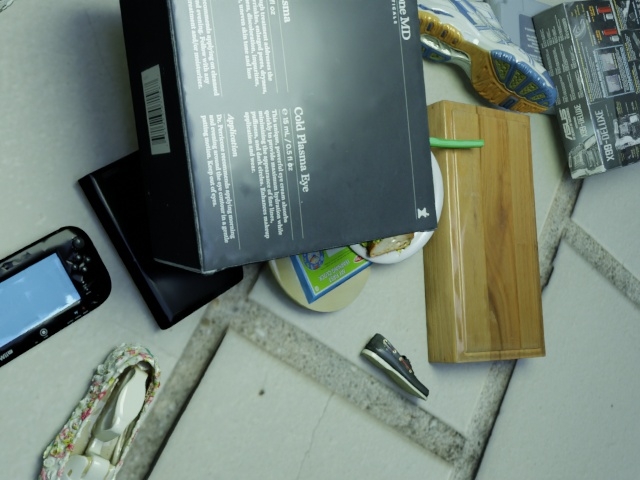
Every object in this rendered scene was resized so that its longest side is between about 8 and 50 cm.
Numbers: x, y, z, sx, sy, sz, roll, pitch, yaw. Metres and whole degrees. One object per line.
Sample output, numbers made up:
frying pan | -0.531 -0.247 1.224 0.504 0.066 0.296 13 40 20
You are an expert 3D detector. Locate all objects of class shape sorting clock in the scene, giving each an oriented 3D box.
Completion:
shape sorting clock | 0.000 0.000 1.095 0.206 0.040 0.206 13 70 -39

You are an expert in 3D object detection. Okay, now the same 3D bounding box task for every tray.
tray | 0.266 -0.011 1.257 0.202 0.076 0.411 2 83 -33

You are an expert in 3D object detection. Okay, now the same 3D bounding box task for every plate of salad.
plate of salad | 0.107 -0.064 1.116 0.199 0.048 0.200 -4 97 -29

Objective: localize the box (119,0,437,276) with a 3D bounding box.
box | -0.048 -0.158 0.911 0.312 0.179 0.344 -9 98 -28

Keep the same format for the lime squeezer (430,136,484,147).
lime squeezer | 0.098 -0.192 1.166 0.310 0.059 0.110 34 61 -5

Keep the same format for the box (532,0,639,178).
box | 0.529 -0.286 1.407 0.242 0.076 0.308 -17 94 -34

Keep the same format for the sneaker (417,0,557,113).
sneaker | 0.277 -0.329 1.261 0.296 0.112 0.131 32 60 -12

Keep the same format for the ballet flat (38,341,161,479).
ballet flat | -0.253 0.227 0.873 0.091 0.077 0.241 30 68 -28

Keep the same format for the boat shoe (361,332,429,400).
boat shoe | 0.120 0.191 1.144 0.133 0.049 0.042 43 70 -16

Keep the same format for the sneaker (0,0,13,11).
sneaker | -0.375 -0.295 0.897 0.035 0.031 0.083 46 56 -5

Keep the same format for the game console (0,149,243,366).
game console | -0.272 0.042 0.907 0.361 0.044 0.213 -34 102 -32

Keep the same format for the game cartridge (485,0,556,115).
game cartridge | 0.422 -0.335 1.419 0.294 0.060 0.196 4 78 -33
